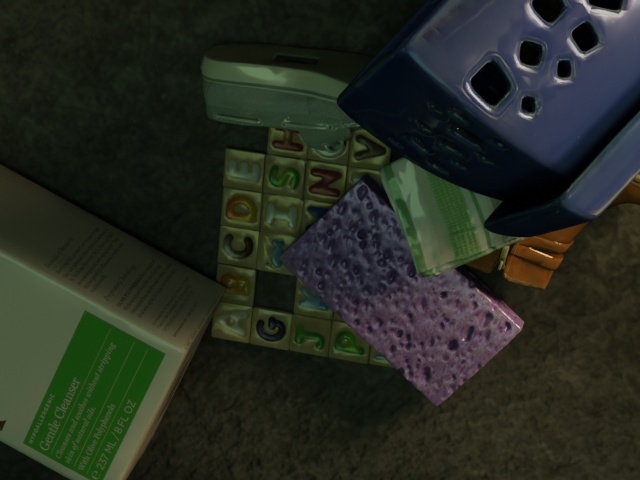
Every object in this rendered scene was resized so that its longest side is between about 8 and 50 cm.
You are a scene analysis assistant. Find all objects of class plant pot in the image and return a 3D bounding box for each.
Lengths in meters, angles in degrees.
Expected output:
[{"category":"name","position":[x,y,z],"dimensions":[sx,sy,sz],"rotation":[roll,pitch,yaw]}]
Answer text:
[{"category":"plant pot","position":[0.182,-0.139,1.603],"dimensions":[0.212,0.236,0.236],"rotation":[46,77,-5]}]

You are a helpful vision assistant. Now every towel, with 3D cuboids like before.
[{"category":"towel","position":[0.133,-0.040,1.750],"dimensions":[0.152,0.023,0.113],"rotation":[-22,90,31]}]

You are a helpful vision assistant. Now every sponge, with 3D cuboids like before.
[{"category":"sponge","position":[0.076,0.047,1.835],"dimensions":[0.210,0.031,0.117],"rotation":[43,111,-4]}]

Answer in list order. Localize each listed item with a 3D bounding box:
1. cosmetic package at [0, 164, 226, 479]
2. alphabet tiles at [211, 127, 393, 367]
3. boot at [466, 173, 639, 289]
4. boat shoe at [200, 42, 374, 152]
[{"category":"cosmetic package","position":[-0.302,0.060,1.866],"dimensions":[0.365,0.155,0.197],"rotation":[27,116,1]},{"category":"alphabet tiles","position":[0.000,0.000,1.856],"dimensions":[0.198,0.009,0.237],"rotation":[9,112,9]},{"category":"boot","position":[0.224,-0.022,1.767],"dimensions":[0.197,0.073,0.152],"rotation":[21,112,17]},{"category":"boat shoe","position":[0.000,-0.125,1.780],"dimensions":[0.227,0.079,0.081],"rotation":[10,118,15]}]
